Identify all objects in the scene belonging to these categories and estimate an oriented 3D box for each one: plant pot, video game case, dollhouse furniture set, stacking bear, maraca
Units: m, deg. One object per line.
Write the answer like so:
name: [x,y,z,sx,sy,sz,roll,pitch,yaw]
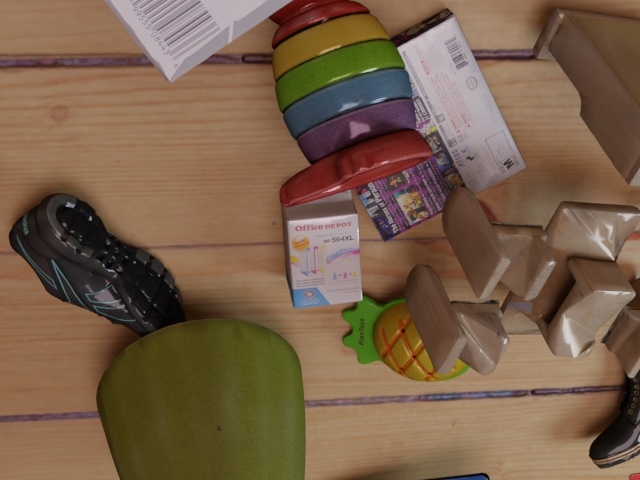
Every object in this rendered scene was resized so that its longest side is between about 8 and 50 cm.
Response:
plant pot: [-0.127,0.295,1.495,0.275,0.293,0.274,-9,135,-9]
video game case: [0.119,-0.141,1.505,0.210,0.042,0.232,-28,115,6]
dollhouse furniture set: [0.326,-0.047,1.488,0.362,0.256,0.394,3,132,-23]
stacking bear: [0.009,-0.207,1.367,0.164,0.175,0.289,-17,87,-42]
maraca: [0.118,0.130,1.605,0.186,0.099,0.127,7,114,17]

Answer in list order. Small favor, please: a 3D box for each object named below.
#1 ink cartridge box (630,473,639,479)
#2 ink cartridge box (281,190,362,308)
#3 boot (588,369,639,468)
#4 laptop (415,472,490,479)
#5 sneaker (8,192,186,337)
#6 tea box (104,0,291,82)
ink cartridge box: [0.569,0.450,1.839,0.181,0.056,0.224,-9,117,-4]
ink cartridge box: [0.000,0.000,1.528,0.092,0.090,0.143,-7,116,-5]
boot: [0.440,0.219,1.708,0.198,0.077,0.137,-39,110,-4]
laptop: [0.045,0.553,1.636,0.408,0.236,0.381,-14,94,-40]
sneaker: [-0.279,0.046,1.525,0.106,0.101,0.267,-24,122,32]
tea box: [-0.165,-0.383,1.196,0.220,0.323,0.329,-33,114,7]
